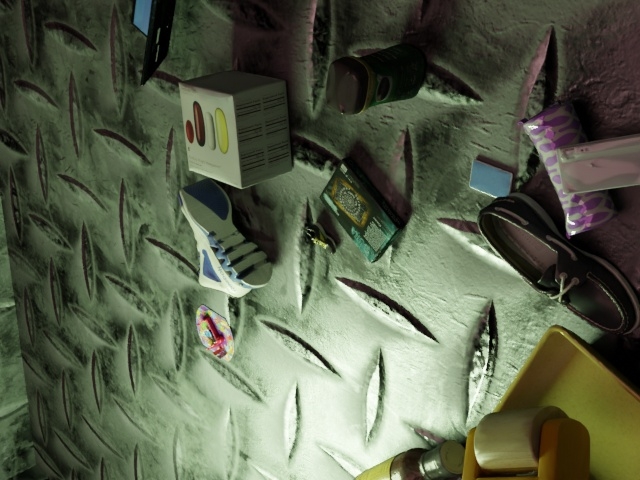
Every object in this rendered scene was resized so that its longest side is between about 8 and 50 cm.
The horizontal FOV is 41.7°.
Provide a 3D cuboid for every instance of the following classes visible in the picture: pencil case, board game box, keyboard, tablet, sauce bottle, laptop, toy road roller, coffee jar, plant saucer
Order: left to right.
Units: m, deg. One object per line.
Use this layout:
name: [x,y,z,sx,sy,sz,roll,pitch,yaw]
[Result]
laptop: [-0.412,-0.534,1.951,0.137,0.264,0.234,18,130,0]
board game box: [-0.299,0.255,2.279,0.169,0.033,0.133,26,126,39]
board game box: [0.081,-0.060,1.696,0.186,0.026,0.126,53,139,17]
coffee jar: [0.092,-0.278,1.452,0.079,0.184,0.096,35,131,34]
sauce bottle: [0.185,0.505,1.777,0.111,0.111,0.344,60,141,10]
tablet: [0.293,-0.104,1.446,0.083,0.006,0.054,27,126,38]
toy road roller: [0.376,0.454,1.379,0.202,0.241,0.329,-23,52,52]
pencil case: [0.376,-0.110,1.282,0.088,0.086,0.206,-24,88,37]
plant saucer: [0.462,0.340,1.404,0.333,0.081,0.332,45,135,26]
keyboard: [0.462,-0.116,1.176,0.256,0.014,0.072,-7,107,30]

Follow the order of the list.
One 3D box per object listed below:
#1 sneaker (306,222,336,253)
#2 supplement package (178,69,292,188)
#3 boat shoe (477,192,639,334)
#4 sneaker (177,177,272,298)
sneaker: [0.000,0.000,1.810,0.083,0.035,0.031,51,139,20]
supplement package: [-0.183,-0.245,1.815,0.194,0.149,0.203,20,123,43]
boat shoe: [0.375,0.048,1.353,0.302,0.091,0.114,43,133,25]
sneaker: [-0.262,0.021,2.049,0.315,0.127,0.182,56,138,12]
